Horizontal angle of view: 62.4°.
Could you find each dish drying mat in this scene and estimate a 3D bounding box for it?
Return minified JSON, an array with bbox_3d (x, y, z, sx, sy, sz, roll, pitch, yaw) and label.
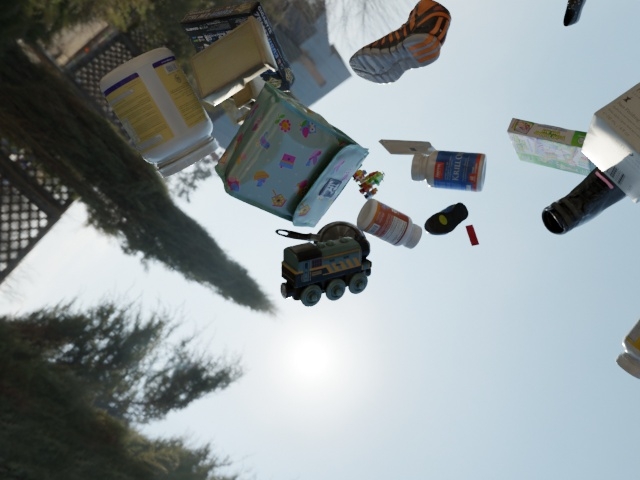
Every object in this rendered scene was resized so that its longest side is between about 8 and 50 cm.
[{"bbox_3d":[0.575,-0.020,1.998,0.032,0.083,0.008,-14,-168,36],"label":"dish drying mat"}]

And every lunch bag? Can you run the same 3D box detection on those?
[{"bbox_3d":[-0.049,-0.157,1.095,0.223,0.262,0.160,-54,-148,14],"label":"lunch bag"}]

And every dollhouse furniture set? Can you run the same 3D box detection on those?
[{"bbox_3d":[-0.133,-0.347,1.141,0.161,0.212,0.242,-24,167,22],"label":"dollhouse furniture set"}]

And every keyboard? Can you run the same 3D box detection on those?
[{"bbox_3d":[0.299,-0.305,1.744,0.072,0.256,0.014,59,-45,27],"label":"keyboard"}]

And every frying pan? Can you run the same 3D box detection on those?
[{"bbox_3d":[0.020,-0.021,1.889,0.197,0.326,0.053,-51,166,-17],"label":"frying pan"}]

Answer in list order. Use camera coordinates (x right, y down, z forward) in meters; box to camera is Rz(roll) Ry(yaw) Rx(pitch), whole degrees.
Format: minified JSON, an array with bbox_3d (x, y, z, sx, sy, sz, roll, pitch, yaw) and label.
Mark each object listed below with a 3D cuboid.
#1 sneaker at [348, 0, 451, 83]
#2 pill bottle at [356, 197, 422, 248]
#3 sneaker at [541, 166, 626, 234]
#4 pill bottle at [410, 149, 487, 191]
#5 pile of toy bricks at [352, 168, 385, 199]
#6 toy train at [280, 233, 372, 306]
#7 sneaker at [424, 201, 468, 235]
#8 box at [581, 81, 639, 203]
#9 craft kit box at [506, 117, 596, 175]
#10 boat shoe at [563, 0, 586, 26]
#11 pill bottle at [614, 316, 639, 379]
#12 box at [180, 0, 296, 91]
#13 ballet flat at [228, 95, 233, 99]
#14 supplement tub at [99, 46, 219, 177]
[{"bbox_3d":[0.228,-0.546,1.449,0.321,0.124,0.180,4,-120,48],"label":"sneaker"},{"bbox_3d":[0.244,-0.053,1.854,0.121,0.216,0.121,-54,-159,32],"label":"pill bottle"},{"bbox_3d":[0.675,-0.106,1.338,0.147,0.104,0.295,-25,157,-21],"label":"sneaker"},{"bbox_3d":[0.405,-0.222,1.672,0.221,0.124,0.124,7,-134,22],"label":"pill bottle"},{"bbox_3d":[0.193,-0.223,1.958,0.105,0.118,0.212,-32,166,14],"label":"pile of toy bricks"},{"bbox_3d":[0.023,0.088,1.689,0.334,0.190,0.142,-12,-153,-28],"label":"toy train"},{"bbox_3d":[0.356,-0.051,1.555,0.209,0.069,0.082,-26,176,-44],"label":"sneaker"},{"bbox_3d":[0.686,-0.206,1.140,0.119,0.182,0.181,-36,-115,4],"label":"box"},{"bbox_3d":[0.746,-0.297,1.694,0.247,0.250,0.061,25,-91,34],"label":"craft kit box"},{"bbox_3d":[0.760,-0.705,1.579,0.040,0.142,0.049,-31,-126,-8],"label":"boat shoe"},{"bbox_3d":[0.759,0.223,1.197,0.184,0.103,0.103,-64,-162,20],"label":"pill bottle"},{"bbox_3d":[-0.267,-0.617,1.732,0.295,0.293,0.073,6,-124,31],"label":"box"},{"bbox_3d":[-0.265,-0.486,1.716,0.086,0.248,0.086,-55,171,-13],"label":"ballet flat"},{"bbox_3d":[-0.480,-0.384,1.608,0.241,0.331,0.241,-25,-161,9],"label":"supplement tub"}]
